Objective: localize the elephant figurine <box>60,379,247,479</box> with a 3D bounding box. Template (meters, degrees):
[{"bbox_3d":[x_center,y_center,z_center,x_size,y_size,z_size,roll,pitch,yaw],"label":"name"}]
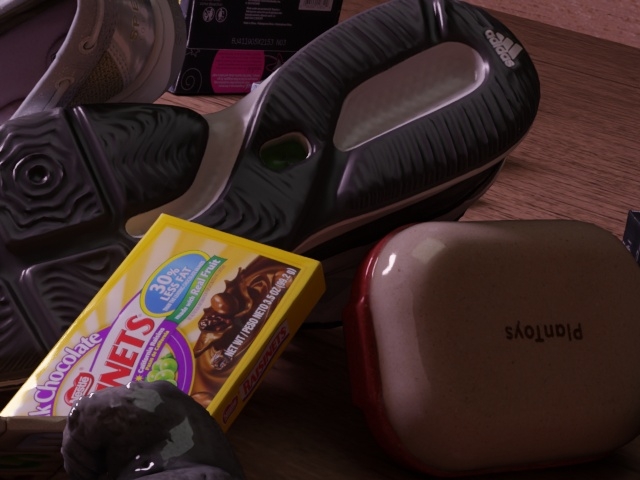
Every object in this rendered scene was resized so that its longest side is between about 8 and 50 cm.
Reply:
[{"bbox_3d":[-0.130,0.155,0.634,0.239,0.186,0.169,-11,68,-31],"label":"elephant figurine"}]

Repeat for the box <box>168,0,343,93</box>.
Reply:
[{"bbox_3d":[-0.111,-0.264,2.098,0.142,0.163,0.247,25,20,38],"label":"box"}]

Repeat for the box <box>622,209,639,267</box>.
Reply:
[{"bbox_3d":[0.311,0.010,1.602,0.083,0.052,0.062,8,16,-6],"label":"box"}]

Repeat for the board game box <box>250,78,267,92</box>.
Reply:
[{"bbox_3d":[0.020,-0.129,1.897,0.194,0.060,0.194,20,19,31],"label":"board game box"}]

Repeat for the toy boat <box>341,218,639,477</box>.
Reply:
[{"bbox_3d":[0.097,0.069,1.129,0.231,0.151,0.151,0,-11,-35],"label":"toy boat"}]

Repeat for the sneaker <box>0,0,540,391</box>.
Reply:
[{"bbox_3d":[-0.078,0.023,1.163,0.447,0.257,0.169,-21,66,-17],"label":"sneaker"}]

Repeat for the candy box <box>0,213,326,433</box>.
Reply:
[{"bbox_3d":[-0.091,0.072,0.939,0.105,0.027,0.206,15,50,25],"label":"candy box"}]

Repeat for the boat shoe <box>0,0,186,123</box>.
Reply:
[{"bbox_3d":[-0.232,-0.078,1.150,0.320,0.118,0.103,-25,-16,27],"label":"boat shoe"}]

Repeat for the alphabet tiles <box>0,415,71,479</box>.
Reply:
[{"bbox_3d":[-0.194,0.100,0.774,0.237,0.009,0.198,3,-20,-22],"label":"alphabet tiles"}]
